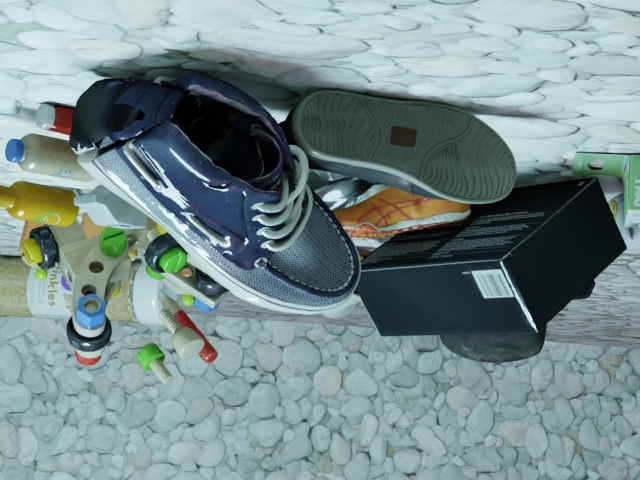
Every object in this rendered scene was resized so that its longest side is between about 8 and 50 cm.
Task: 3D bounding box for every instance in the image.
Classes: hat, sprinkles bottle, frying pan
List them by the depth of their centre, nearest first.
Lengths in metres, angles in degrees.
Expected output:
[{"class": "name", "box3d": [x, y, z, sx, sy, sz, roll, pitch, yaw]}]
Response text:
[{"class": "frying pan", "box3d": [-0.021, -0.051, 1.533, 0.197, 0.053, 0.326, -23, 172, -14]}, {"class": "hat", "box3d": [0.287, 0.129, 2.364, 0.331, 0.134, 0.331, -2, -173, 0]}, {"class": "sprinkles bottle", "box3d": [-0.451, 0.094, 2.713, 0.355, 0.121, 0.121, 1, 172, 16]}]

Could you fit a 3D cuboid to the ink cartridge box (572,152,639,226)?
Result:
[{"class": "ink cartridge box", "box3d": [0.369, -0.049, 1.494, 0.209, 0.062, 0.109, 3, 173, 10]}]

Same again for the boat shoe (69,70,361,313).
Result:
[{"class": "boat shoe", "box3d": [-0.055, -0.032, 1.284, 0.340, 0.127, 0.158, 32, 160, -33]}]

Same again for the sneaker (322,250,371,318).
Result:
[{"class": "sneaker", "box3d": [0.058, 0.077, 2.407, 0.123, 0.106, 0.290, 4, 171, 13]}]

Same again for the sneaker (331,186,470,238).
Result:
[{"class": "sneaker", "box3d": [0.082, -0.039, 1.630, 0.175, 0.067, 0.064, -10, 174, -11]}]

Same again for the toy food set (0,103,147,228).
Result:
[{"class": "toy food set", "box3d": [-0.232, -0.073, 1.398, 0.104, 0.111, 0.232, 10, 173, -41]}]

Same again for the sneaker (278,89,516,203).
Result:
[{"class": "sneaker", "box3d": [0.066, -0.087, 1.331, 0.222, 0.083, 0.118, 16, 174, -16]}]

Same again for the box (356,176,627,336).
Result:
[{"class": "box", "box3d": [0.189, 0.022, 1.654, 0.184, 0.103, 0.261, -40, -160, -33]}]

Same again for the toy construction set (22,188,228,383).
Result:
[{"class": "toy construction set", "box3d": [-0.262, 0.036, 1.952, 0.257, 0.237, 0.309, -38, 151, -9]}]

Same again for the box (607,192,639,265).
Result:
[{"class": "box", "box3d": [0.378, -0.019, 1.712, 0.063, 0.067, 0.324, 4, 173, -4]}]

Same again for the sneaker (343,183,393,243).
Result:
[{"class": "sneaker", "box3d": [0.028, -0.036, 1.735, 0.083, 0.071, 0.190, 15, 167, -30]}]

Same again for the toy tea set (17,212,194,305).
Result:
[{"class": "toy tea set", "box3d": [-0.300, 0.031, 2.156, 0.336, 0.124, 0.200, -2, 171, 34]}]
